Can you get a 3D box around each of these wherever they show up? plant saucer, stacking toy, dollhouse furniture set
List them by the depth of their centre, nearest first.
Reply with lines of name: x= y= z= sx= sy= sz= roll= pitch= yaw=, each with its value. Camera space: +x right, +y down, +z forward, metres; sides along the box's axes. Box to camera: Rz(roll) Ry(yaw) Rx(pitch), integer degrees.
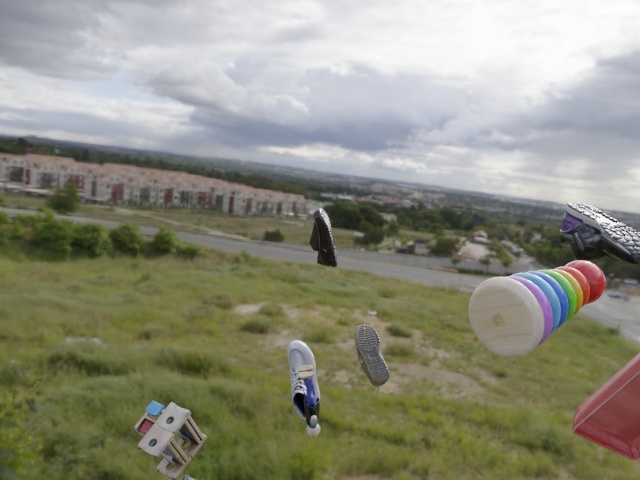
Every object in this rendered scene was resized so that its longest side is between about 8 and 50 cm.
stacking toy: x=0.428 y=0.108 z=1.042 sx=0.330 sy=0.141 sz=0.141 roll=-12 pitch=17 yaw=-39
plant saucer: x=0.649 y=0.313 z=1.099 sx=0.258 sy=0.259 sz=0.048 roll=28 pitch=21 yaw=-30
dollhouse furniture set: x=-0.409 y=0.479 z=1.373 sx=0.183 sy=0.129 sz=0.129 roll=14 pitch=48 yaw=29

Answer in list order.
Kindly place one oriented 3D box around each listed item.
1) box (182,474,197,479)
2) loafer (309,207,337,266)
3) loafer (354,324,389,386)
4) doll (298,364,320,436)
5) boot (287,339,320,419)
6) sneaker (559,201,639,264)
box: x=-0.206 y=0.561 z=1.071 sx=0.184 sy=0.045 sz=0.191 roll=33 pitch=4 yaw=-8
loafer: x=0.000 y=0.000 z=1.746 sx=0.078 sy=0.220 sz=0.080 roll=-9 pitch=32 yaw=7
loafer: x=0.101 y=0.242 z=1.151 sx=0.056 sy=0.050 sz=0.148 roll=0 pitch=43 yaw=-13
doll: x=-0.024 y=0.420 z=1.430 sx=0.046 sy=0.189 sz=0.129 roll=-7 pitch=12 yaw=0
boot: x=-0.062 y=0.482 z=1.900 sx=0.095 sy=0.259 sz=0.123 roll=-14 pitch=13 yaw=13
sneaker: x=0.705 y=0.012 z=1.382 sx=0.107 sy=0.124 sz=0.283 roll=5 pitch=25 yaw=-11
